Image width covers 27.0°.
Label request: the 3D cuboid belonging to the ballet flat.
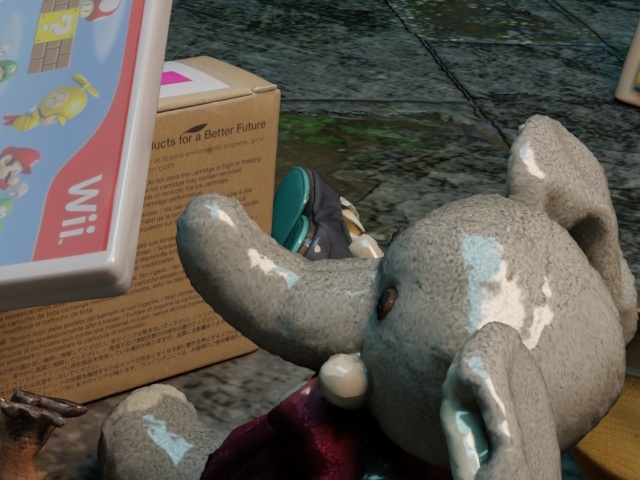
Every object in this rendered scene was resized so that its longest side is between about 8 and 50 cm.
[{"bbox_3d":[0.000,0.000,1.018,0.074,0.074,0.203,2,18,-5],"label":"ballet flat"}]

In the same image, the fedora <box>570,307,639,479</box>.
[{"bbox_3d":[0.197,0.120,0.700,0.079,0.194,0.194,-44,42,-14],"label":"fedora"}]

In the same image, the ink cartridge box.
[{"bbox_3d":[-0.146,-0.002,0.829,0.235,0.193,0.088,-14,30,-36],"label":"ink cartridge box"}]

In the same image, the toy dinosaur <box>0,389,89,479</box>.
[{"bbox_3d":[-0.193,0.152,0.568,0.127,0.200,0.296,17,-4,-4],"label":"toy dinosaur"}]

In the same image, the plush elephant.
[{"bbox_3d":[0.027,0.084,0.584,0.330,0.255,0.272,9,24,10],"label":"plush elephant"}]

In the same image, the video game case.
[{"bbox_3d":[-0.222,-0.042,0.676,0.285,0.025,0.204,-7,50,11],"label":"video game case"}]

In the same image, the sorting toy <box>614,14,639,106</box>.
[{"bbox_3d":[0.420,-0.219,1.419,0.038,0.193,0.208,6,14,-46],"label":"sorting toy"}]
